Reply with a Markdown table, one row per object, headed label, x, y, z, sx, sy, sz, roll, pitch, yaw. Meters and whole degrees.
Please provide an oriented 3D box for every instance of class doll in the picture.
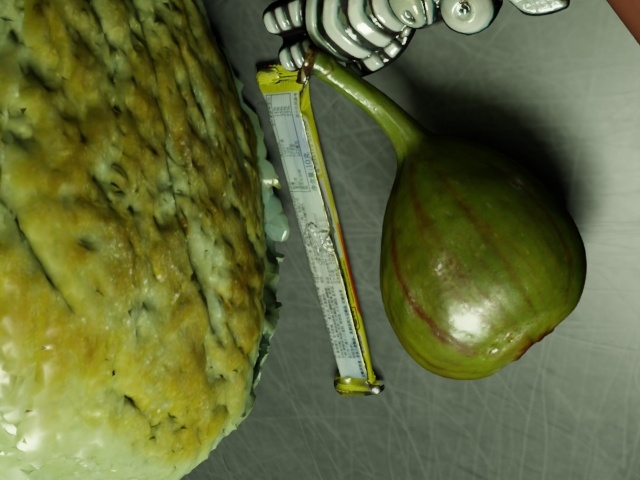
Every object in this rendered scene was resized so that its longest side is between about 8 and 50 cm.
| label | x | y | z | sx | sy | sz | roll | pitch | yaw |
| --- | --- | --- | --- | --- | --- | --- | --- | --- | --- |
| doll | 0.061 | -0.170 | 0.812 | 0.219 | 0.067 | 0.091 | -15 | 107 | 25 |

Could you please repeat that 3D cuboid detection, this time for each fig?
| label | x | y | z | sx | sy | sz | roll | pitch | yaw |
| --- | --- | --- | --- | --- | --- | --- | --- | --- | --- |
| fig | 0.079 | -0.030 | 0.847 | 0.151 | 0.151 | 0.259 | -39 | 80 | 32 |

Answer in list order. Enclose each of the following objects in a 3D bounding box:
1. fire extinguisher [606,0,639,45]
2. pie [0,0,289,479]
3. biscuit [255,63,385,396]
| label | x | y | z | sx | sy | sz | roll | pitch | yaw |
| --- | --- | --- | --- | --- | --- | --- | --- | --- | --- |
| fire extinguisher | 0.266 | -0.103 | 0.717 | 0.106 | 0.147 | 0.337 | -35 | 98 | 33 |
| pie | -0.169 | -0.028 | 0.767 | 0.181 | 0.418 | 0.395 | -13 | 111 | 21 |
| biscuit | 0.000 | 0.000 | 0.943 | 0.048 | 0.026 | 0.291 | -3 | 114 | 27 |
